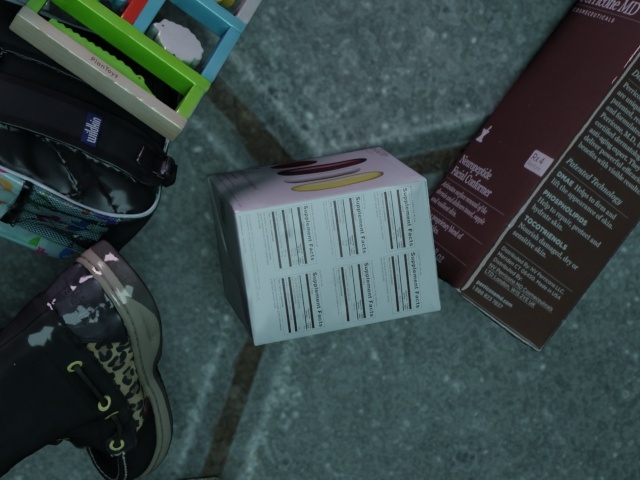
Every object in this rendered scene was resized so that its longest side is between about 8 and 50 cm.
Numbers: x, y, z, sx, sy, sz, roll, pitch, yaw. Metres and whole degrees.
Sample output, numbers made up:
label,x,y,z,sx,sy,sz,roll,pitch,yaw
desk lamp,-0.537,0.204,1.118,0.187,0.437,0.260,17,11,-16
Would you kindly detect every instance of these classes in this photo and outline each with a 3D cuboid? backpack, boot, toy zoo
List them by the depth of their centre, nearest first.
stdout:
label,x,y,z,sx,sy,sz,roll,pitch,yaw
backpack,-0.289,-0.114,1.446,0.253,0.191,0.225,25,52,-27
boot,-0.294,0.188,1.457,0.284,0.377,0.138,-33,66,-26
toy zoo,-0.161,-0.260,1.468,0.192,0.030,0.293,35,54,-13

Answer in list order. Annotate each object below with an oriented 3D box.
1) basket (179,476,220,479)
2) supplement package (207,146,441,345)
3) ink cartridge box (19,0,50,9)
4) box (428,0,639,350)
label,x,y,z,sx,sy,sz,roll,pitch,yaw
basket,-0.147,0.364,1.661,0.103,0.113,0.167,-9,104,-15
supplement package,0.000,0.000,1.564,0.203,0.194,0.149,-10,106,-11
ink cartridge box,-0.316,-0.303,1.497,0.088,0.052,0.122,6,102,-14
box,0.273,-0.088,1.602,0.143,0.191,0.381,36,92,-24
